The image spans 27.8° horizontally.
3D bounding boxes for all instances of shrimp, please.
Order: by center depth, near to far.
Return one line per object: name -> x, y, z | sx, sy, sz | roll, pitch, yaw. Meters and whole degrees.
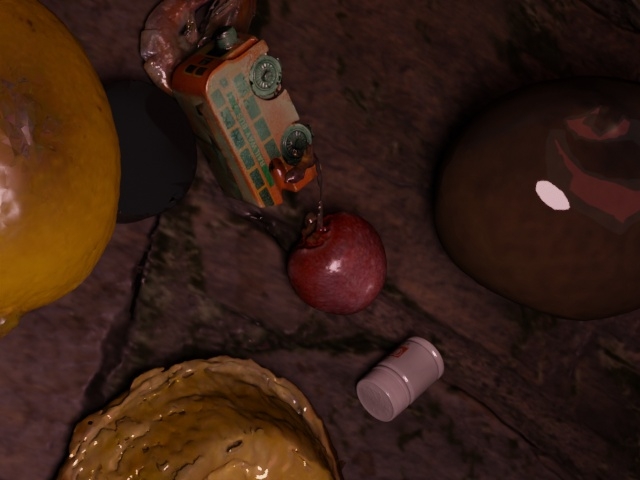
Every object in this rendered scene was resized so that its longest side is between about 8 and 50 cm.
shrimp -> -0.113, -0.224, 1.309 | 0.101, 0.042, 0.190 | 39, 65, -21

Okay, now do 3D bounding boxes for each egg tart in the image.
egg tart -> -0.087, 0.272, 1.212 | 0.345, 0.132, 0.345 | 7, 78, -35

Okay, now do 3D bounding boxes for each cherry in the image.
cherry -> 0.000, 0.000, 1.314 | 0.107, 0.090, 0.225 | -39, 135, -3

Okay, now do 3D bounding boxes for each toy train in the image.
toy train -> -0.075, -0.120, 1.280 | 0.099, 0.072, 0.188 | -39, 124, -20

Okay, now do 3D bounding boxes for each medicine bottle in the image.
medicine bottle -> 0.087, 0.149, 1.402 | 0.089, 0.057, 0.057 | -37, 106, -34

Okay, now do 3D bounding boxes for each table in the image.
table -> -0.184, -0.085, 1.236 | 0.133, 0.043, 0.134 | 6, 80, -36

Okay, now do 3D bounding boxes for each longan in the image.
longan -> 0.296, -0.049, 1.462 | 0.350, 0.288, 0.289 | 1, 83, -26

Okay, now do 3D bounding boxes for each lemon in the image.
lemon -> -0.286, -0.072, 1.031 | 0.260, 0.260, 0.284 | -36, 85, -34
